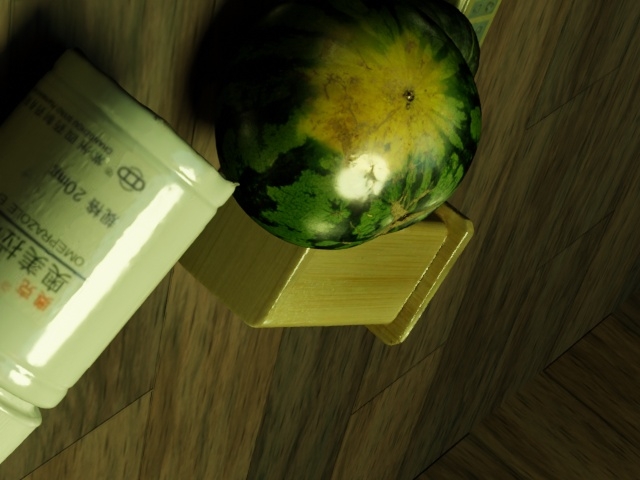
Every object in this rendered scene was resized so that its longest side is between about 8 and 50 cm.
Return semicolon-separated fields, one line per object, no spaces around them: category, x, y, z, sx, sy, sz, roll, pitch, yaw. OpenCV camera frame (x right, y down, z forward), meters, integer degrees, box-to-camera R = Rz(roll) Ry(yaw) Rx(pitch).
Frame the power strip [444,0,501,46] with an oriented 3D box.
power strip;0.171;-0.282;1.866;0.092;0.066;0.387;-22;145;-46

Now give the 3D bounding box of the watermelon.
watermelon;0.022;-0.120;1.584;0.269;0.269;0.269;-41;156;-22

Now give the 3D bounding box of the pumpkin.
pumpkin;0.099;-0.192;1.789;0.167;0.125;0.167;-47;164;-18

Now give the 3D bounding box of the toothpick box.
toothpick box;0.000;0.000;1.847;0.308;0.190;0.187;3;124;-58

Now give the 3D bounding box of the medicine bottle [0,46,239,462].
medicine bottle;-0.246;0.020;1.371;0.332;0.190;0.190;-50;158;-2
